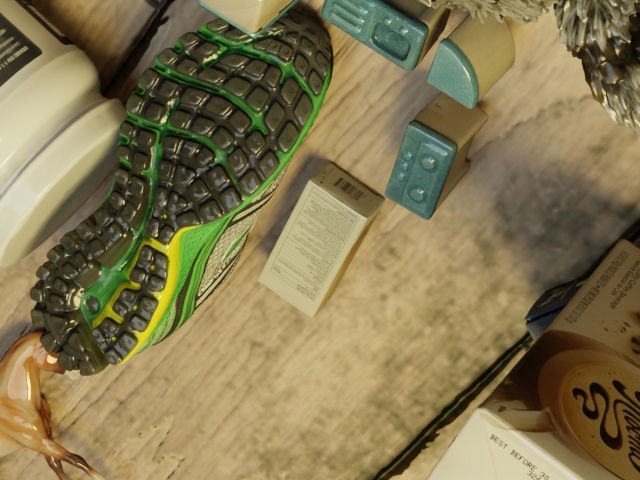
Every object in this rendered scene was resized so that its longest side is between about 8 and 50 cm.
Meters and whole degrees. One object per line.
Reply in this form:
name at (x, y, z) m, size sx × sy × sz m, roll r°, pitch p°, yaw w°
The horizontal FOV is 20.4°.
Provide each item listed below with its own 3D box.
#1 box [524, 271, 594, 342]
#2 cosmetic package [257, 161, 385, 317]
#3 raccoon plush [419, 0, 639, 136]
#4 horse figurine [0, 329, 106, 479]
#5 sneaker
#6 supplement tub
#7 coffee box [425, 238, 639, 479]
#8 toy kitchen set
box at (0.289, 0.117, 1.349) m, size 0.183 × 0.059 × 0.232 m, roll -23°, pitch 101°, yaw 35°
cosmetic package at (0.000, 0.000, 1.455) m, size 0.060 × 0.041 × 0.115 m, roll 35°, pitch 125°, yaw 8°
raccoon plush at (0.043, -0.171, 1.153) m, size 0.299 × 0.216 × 0.446 m, roll -34°, pitch 83°, yaw 4°
horse figurine at (-0.307, 0.202, 1.705) m, size 0.263 × 0.066 × 0.174 m, roll -26°, pitch 106°, yaw 32°
sneaker at (-0.103, -0.048, 1.441) m, size 0.134 × 0.146 × 0.343 m, roll 43°, pitch 111°, yaw 12°
supplement tub at (-0.305, -0.128, 1.461) m, size 0.272 × 0.191 × 0.191 m, roll 43°, pitch 126°, yaw 4°
coffee box at (0.197, 0.136, 1.188) m, size 0.168 × 0.297 × 0.119 m, roll 37°, pitch 122°, yaw 10°
toy kitchen set at (0.017, -0.122, 1.320) m, size 0.207 × 0.122 × 0.166 m, roll 33°, pitch 140°, yaw 14°
